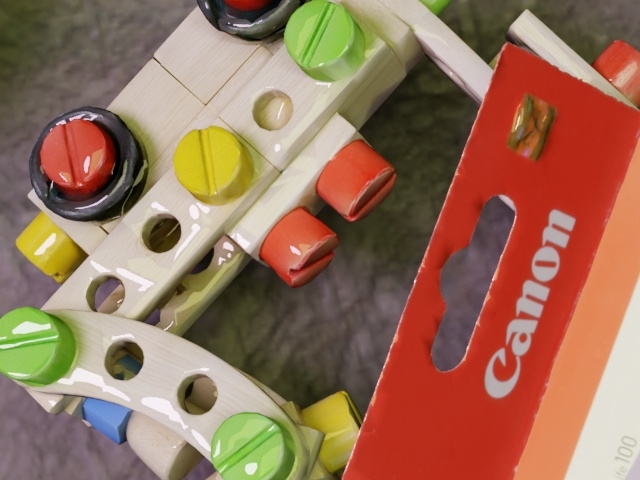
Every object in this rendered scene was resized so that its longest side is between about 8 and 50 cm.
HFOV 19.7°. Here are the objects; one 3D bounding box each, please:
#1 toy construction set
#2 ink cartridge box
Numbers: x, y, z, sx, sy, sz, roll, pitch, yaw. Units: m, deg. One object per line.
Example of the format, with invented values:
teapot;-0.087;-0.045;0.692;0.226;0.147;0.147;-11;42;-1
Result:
toy construction set;0.000;0.000;0.766;0.328;0.151;0.215;-43;70;-14
ink cartridge box;0.140;0.049;0.745;0.232;0.066;0.189;23;86;-39
